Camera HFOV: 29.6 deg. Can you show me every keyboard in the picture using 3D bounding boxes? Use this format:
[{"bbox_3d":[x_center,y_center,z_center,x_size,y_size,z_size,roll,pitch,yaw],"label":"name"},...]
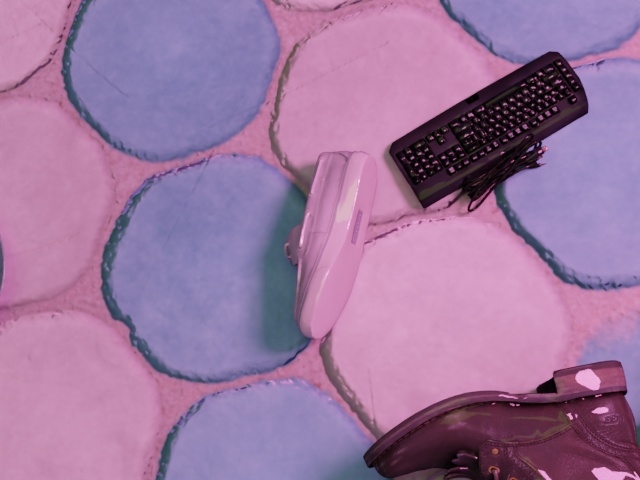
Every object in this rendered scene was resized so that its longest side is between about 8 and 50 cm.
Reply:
[{"bbox_3d":[0.166,-0.101,1.141,0.192,0.038,0.100,-31,74,0],"label":"keyboard"}]

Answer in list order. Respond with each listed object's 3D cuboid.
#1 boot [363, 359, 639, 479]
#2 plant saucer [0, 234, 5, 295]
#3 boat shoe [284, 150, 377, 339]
[{"bbox_3d":[0.186,0.236,1.022,0.263,0.091,0.229,-16,73,2],"label":"boot"},{"bbox_3d":[-0.395,0.037,1.187,0.195,0.037,0.195,-2,76,7],"label":"plant saucer"},{"bbox_3d":[0.000,0.000,1.128,0.063,0.066,0.184,9,79,25],"label":"boat shoe"}]
